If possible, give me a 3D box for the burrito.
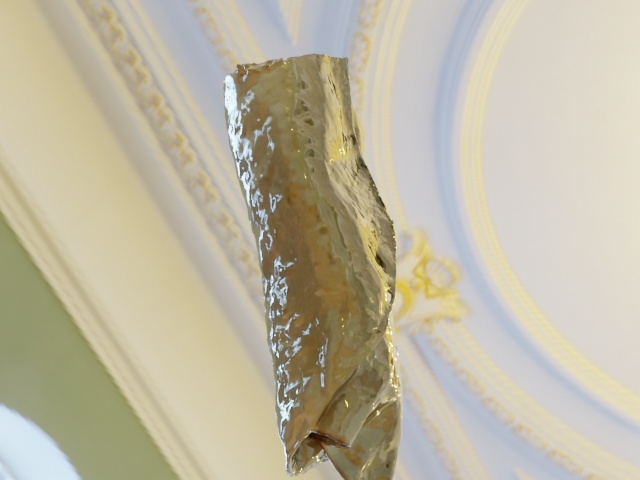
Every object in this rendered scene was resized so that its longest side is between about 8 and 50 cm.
[{"bbox_3d":[0.000,0.000,0.478,0.060,0.226,0.087,-24,-32,23],"label":"burrito"}]
